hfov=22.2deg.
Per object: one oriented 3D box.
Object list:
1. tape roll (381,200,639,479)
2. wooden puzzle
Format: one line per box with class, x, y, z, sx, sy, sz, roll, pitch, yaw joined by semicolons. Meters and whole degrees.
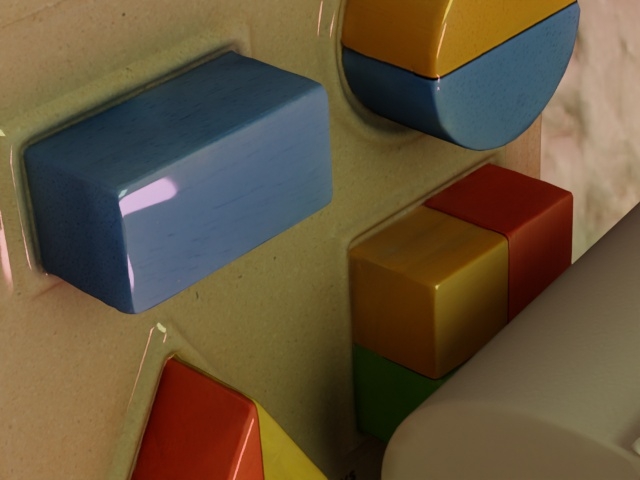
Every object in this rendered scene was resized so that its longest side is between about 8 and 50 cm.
tape roll;0.167;0.108;0.613;0.169;0.246;0.246;-39;112;-29
wooden puzzle;0.000;0.000;0.616;0.322;0.080;0.348;-31;126;-37
